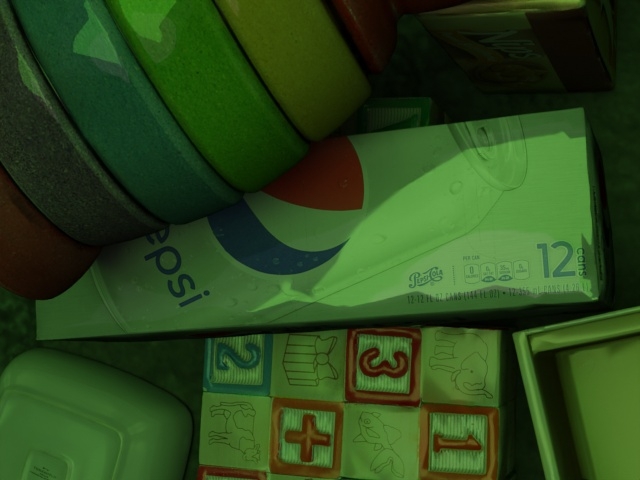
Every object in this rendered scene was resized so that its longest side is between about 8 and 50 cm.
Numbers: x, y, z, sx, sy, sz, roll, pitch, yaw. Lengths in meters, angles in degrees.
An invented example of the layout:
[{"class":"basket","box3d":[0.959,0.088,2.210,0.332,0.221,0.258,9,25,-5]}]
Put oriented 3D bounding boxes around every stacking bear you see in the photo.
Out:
[{"class":"stacking bear","box3d":[-0.036,-0.110,0.498,0.289,0.175,0.164,-29,85,7]}]

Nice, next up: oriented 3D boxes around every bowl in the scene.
[{"class":"bowl","box3d":[-0.164,0.149,0.748,0.142,0.053,0.142,18,91,15]}]

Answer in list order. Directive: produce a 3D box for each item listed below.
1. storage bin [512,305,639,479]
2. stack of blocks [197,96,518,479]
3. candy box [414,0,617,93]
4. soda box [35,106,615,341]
[{"class":"storage bin","box3d":[0.259,0.150,0.588,0.260,0.123,0.262,-13,81,15]},{"class":"stack of blocks","box3d":[0.026,0.070,0.680,0.171,0.087,0.297,1,85,16]},{"class":"candy box","box3d":[0.115,-0.252,0.633,0.088,0.183,0.316,1,85,19]},{"class":"soda box","box3d":[0.000,0.000,0.597,0.286,0.098,0.091,-5,83,17]}]
